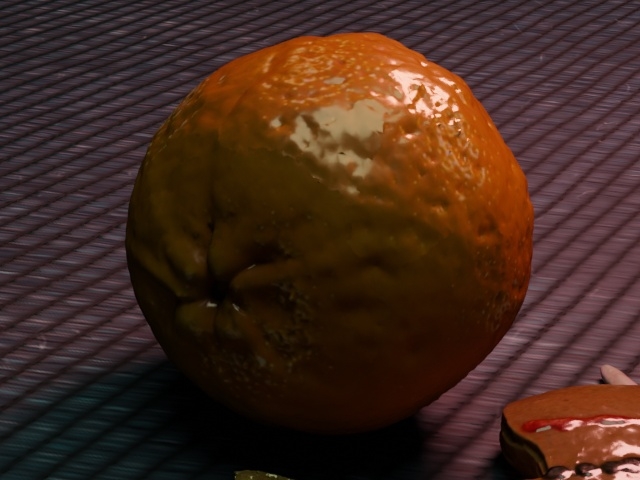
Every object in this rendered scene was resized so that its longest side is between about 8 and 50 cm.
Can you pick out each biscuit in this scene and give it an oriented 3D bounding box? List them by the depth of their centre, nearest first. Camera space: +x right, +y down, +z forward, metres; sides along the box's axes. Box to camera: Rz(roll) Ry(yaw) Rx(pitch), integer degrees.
[{"bbox_3d":[0.200,0.192,1.080,0.262,0.052,0.277,3,29,9],"label":"biscuit"}]

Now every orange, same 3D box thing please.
[{"bbox_3d":[0.000,0.000,1.143,0.340,0.341,0.293,18,26,25],"label":"orange"}]

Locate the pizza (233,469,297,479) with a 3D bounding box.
[{"bbox_3d":[-0.020,0.231,1.010,0.134,0.046,0.175,-16,34,-35],"label":"pizza"}]

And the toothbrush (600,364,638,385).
[{"bbox_3d":[0.320,0.184,1.165,0.025,0.030,0.307,-11,30,-18],"label":"toothbrush"}]
